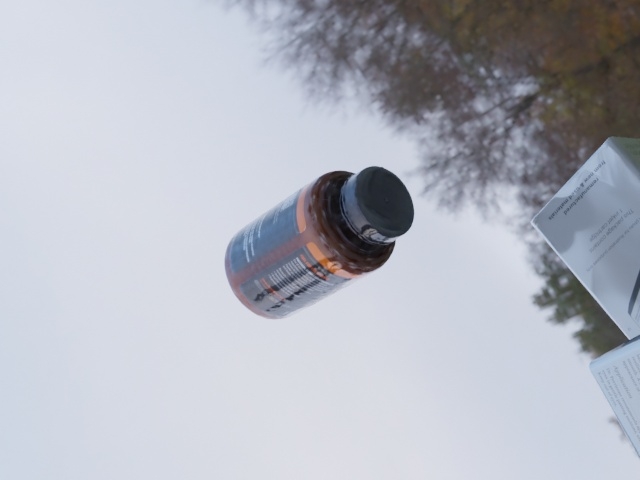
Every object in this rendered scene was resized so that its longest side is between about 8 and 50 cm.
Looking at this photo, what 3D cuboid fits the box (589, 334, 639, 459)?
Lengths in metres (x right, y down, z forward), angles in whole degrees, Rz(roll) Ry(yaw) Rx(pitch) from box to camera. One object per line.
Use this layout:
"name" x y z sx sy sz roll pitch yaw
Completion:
"box" 0.238 0.088 0.637 0.102 0.087 0.101 -20 -103 -34

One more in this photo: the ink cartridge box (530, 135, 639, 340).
"ink cartridge box" 0.392 0.048 1.072 0.223 0.129 0.307 -3 -130 -49

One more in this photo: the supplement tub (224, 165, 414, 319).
"supplement tub" 0.000 0.000 1.038 0.106 0.198 0.106 19 -122 -33
